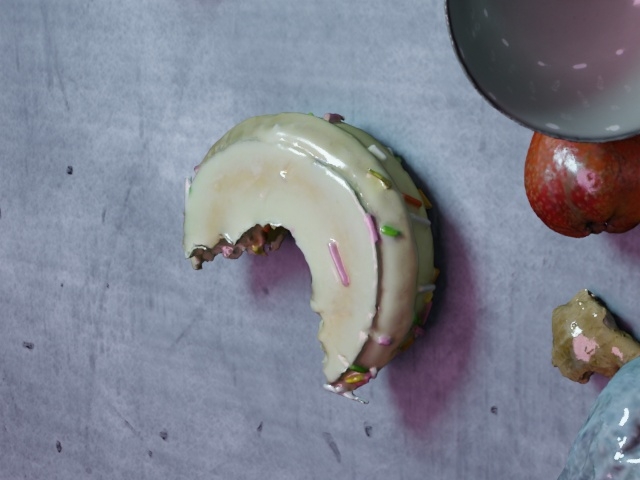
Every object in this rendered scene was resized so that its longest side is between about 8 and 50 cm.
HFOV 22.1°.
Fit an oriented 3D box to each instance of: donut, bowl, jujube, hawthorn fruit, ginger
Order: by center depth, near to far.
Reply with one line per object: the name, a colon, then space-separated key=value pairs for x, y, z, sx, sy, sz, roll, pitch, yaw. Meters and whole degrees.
bowl: x=0.275 y=-0.284 z=1.732 sx=0.157 sy=0.337 sz=0.337 roll=-121 pitch=33 yaw=-70
jujube: x=0.376 y=0.272 z=1.764 sx=0.215 sy=0.246 sz=0.308 roll=32 pitch=136 yaw=26
hawthorn fruit: x=0.300 y=-0.107 z=1.813 sx=0.162 sy=0.162 sz=0.203 roll=-14 pitch=74 yaw=42
ginger: x=0.326 y=0.136 z=1.888 sx=0.165 sy=0.067 sz=0.096 roll=44 pitch=104 yaw=24
donut: x=-0.003 y=-0.010 z=2.077 sx=0.371 sy=0.150 sz=0.307 roll=39 pitch=123 yaw=26
